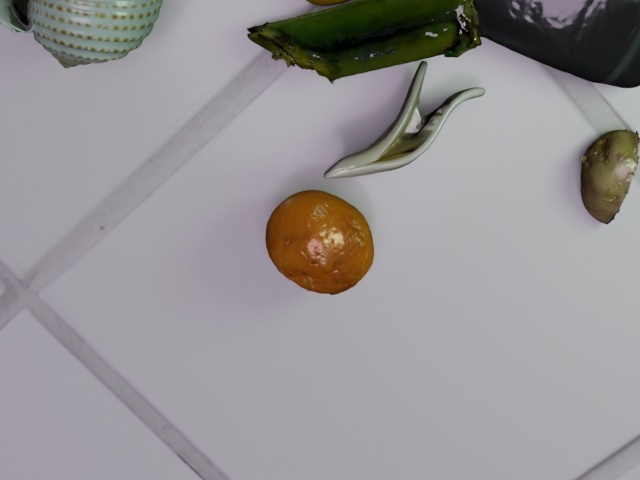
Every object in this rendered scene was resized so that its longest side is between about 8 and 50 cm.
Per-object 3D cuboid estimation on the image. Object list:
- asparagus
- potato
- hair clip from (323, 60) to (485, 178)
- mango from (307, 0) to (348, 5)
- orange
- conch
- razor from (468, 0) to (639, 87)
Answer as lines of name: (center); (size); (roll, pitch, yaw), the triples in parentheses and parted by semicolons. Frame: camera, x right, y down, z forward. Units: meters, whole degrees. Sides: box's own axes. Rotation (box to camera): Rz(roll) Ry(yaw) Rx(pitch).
asparagus: (0.062, -0.323, 1.544); (0.382, 0.108, 0.128); (-9, 100, 20)
potato: (0.471, -0.106, 1.633); (0.089, 0.100, 0.171); (16, 112, 3)
hair clip: (0.137, -0.177, 1.602); (0.113, 0.172, 0.282); (42, 94, -2)
mango: (0.048, -0.446, 1.541); (0.195, 0.098, 0.137); (-39, 106, 19)
orange: (0.000, 0.000, 1.650); (0.193, 0.193, 0.161); (34, 71, -8)
conch: (-0.385, -0.437, 1.513); (0.303, 0.215, 0.319); (16, 84, -3)
razor: (0.392, -0.374, 1.537); (0.349, 0.113, 0.204); (17, 112, -3)
